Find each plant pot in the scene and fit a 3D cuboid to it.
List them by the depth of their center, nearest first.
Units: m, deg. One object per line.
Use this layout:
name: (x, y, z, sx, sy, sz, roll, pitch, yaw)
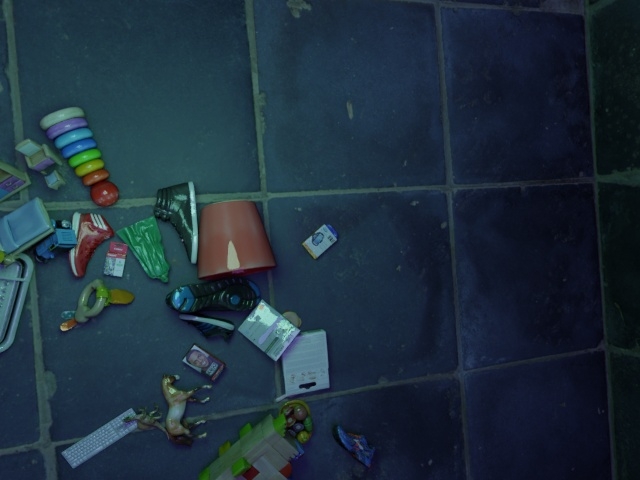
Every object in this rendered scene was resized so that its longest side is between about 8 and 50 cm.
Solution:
plant pot: (-0.305, -0.002, 1.597, 0.275, 0.275, 0.243, -8, 82, -16)

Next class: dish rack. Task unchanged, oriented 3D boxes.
dish rack: (-1.083, 0.178, 1.406, 0.285, 0.072, 0.332, 17, 84, -49)

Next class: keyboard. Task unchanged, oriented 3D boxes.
keyboard: (-0.751, 0.682, 1.576, 0.256, 0.014, 0.072, -31, 98, -14)

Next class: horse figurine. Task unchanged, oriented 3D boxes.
horse figurine: (-0.488, 0.612, 1.626, 0.174, 0.066, 0.263, 7, 85, -22)

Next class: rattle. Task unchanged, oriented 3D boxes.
rattle: (-0.769, 0.235, 1.566, 0.130, 0.143, 0.199, 38, 96, 20)

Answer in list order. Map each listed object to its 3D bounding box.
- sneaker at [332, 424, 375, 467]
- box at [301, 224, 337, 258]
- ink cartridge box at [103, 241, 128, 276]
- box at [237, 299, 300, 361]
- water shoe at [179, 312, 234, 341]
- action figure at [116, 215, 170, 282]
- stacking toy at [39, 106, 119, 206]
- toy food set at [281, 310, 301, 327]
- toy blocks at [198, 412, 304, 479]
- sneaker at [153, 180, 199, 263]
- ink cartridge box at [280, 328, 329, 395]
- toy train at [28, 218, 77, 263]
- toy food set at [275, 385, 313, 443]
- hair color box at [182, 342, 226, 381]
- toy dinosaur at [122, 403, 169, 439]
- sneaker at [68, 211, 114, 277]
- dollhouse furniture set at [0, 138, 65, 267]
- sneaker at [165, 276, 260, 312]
sneaker: (0.132, 0.796, 1.805, 0.221, 0.083, 0.087, 48, 65, -16)
box: (0.000, 0.000, 1.790, 0.136, 0.028, 0.081, -41, 100, -15)
ink cartridge box: (-0.710, 0.065, 1.583, 0.063, 0.029, 0.115, 10, 87, -15)
box: (-0.189, 0.333, 1.695, 0.186, 0.038, 0.145, 37, 79, 8)
water shoe: (-0.414, 0.314, 1.645, 0.203, 0.073, 0.080, 16, 88, -15)
action figure: (-0.595, 0.046, 1.599, 0.137, 0.063, 0.232, -27, 93, -16)
stacking toy: (-0.785, -0.265, 1.524, 0.141, 0.141, 0.330, -27, 103, -15)
toy food set: (-0.120, 0.312, 1.756, 0.083, 0.020, 0.082, -37, 99, -13)
toy blocks: (-0.204, 0.824, 1.649, 0.381, 0.191, 0.261, -40, 110, -3)
sneaker: (-0.507, -0.058, 1.610, 0.147, 0.104, 0.295, -6, 85, -14)
ink cartridge box: (-0.062, 0.467, 1.760, 0.181, 0.056, 0.224, -6, 96, -16)
toy train: (-0.868, 0.003, 1.473, 0.184, 0.080, 0.105, -27, 73, 25)
toy food set: (-0.091, 0.684, 1.735, 0.128, 0.071, 0.218, -15, 94, -16)
hair color box: (-0.422, 0.442, 1.657, 0.141, 0.043, 0.072, 38, 81, -12)
toy dinosaur: (-0.599, 0.631, 1.610, 0.183, 0.053, 0.092, 31, 93, -24)
sneaker: (-0.768, 0.015, 1.539, 0.128, 0.087, 0.221, 0, 91, -15)
dollhouse furniture set: (-0.920, -0.119, 1.353, 0.286, 0.198, 0.303, -32, 71, 0)
sneaker: (-0.382, 0.195, 1.637, 0.341, 0.140, 0.125, 4, 79, -35)
